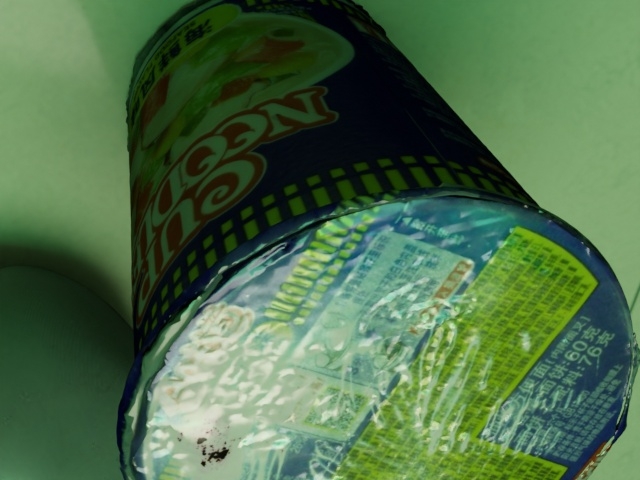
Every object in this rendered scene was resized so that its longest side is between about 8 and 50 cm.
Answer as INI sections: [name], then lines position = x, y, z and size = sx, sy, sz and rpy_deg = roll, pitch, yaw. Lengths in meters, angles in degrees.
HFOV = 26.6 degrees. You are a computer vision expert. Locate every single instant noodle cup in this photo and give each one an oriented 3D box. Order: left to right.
[instant noodle cup]
position = 0.000, 0.000, 0.807
size = 0.284, 0.312, 0.284
rpy_deg = -8, 128, -11

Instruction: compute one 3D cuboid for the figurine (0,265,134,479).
[figurine]
position = -0.231, 0.175, 1.001
size = 0.205, 0.224, 0.382
rpy_deg = -11, 157, -35
